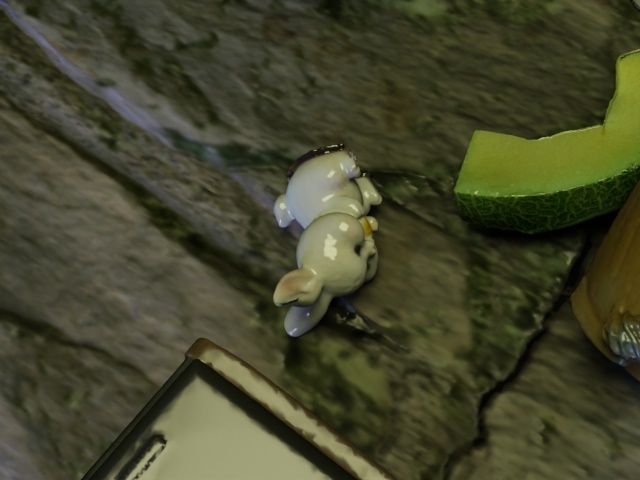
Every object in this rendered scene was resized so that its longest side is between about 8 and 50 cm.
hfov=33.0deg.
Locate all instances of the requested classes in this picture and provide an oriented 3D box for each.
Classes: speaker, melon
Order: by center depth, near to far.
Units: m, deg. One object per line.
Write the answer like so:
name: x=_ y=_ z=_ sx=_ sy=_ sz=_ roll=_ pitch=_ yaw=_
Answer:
speaker: x=-0.019 y=0.198 z=0.609 sx=0.231 sy=0.192 sz=0.153 roll=34 pitch=70 yaw=19
melon: x=0.192 y=-0.067 z=0.783 sx=0.209 sy=0.064 sz=0.118 roll=-17 pitch=48 yaw=1

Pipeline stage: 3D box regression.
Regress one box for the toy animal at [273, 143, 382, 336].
toy animal: x=0.006 y=-0.001 z=0.777 sx=0.085 sy=0.071 sz=0.124 roll=-9 pitch=61 yaw=3

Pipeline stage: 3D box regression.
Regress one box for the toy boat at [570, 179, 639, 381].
toy boat: x=0.287 y=-0.044 z=0.698 sx=0.321 sy=0.089 sz=0.121 roll=-54 pitch=38 yaw=-4

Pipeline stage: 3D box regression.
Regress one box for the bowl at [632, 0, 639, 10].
bowl: x=0.333 y=-0.258 z=0.861 sx=0.189 sy=0.086 sz=0.189 roll=-3 pitch=61 yaw=6
